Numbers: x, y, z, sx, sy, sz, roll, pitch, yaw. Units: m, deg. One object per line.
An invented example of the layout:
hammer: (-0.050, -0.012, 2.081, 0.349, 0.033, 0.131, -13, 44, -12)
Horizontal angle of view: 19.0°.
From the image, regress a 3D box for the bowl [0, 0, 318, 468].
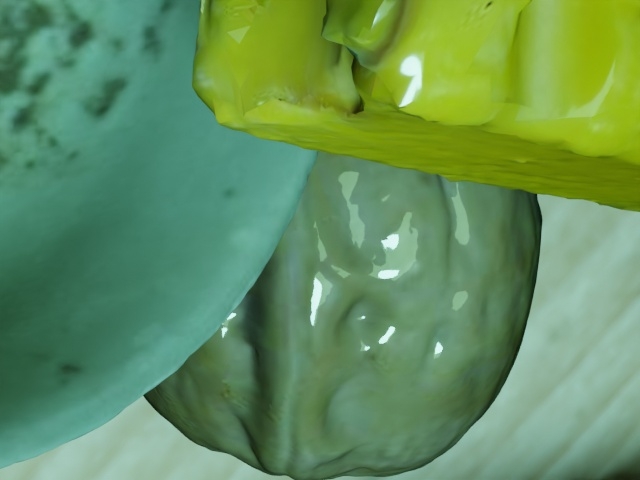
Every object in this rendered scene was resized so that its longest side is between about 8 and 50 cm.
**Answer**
bowl: (-0.141, -0.087, 0.483, 0.289, 0.146, 0.289, 1, 89, -44)

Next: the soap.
soap: (0.073, -0.176, 0.519, 0.204, 0.096, 0.324, 11, 82, -42)

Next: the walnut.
walnut: (0.000, -0.001, 0.607, 0.140, 0.140, 0.162, -13, 128, -20)
